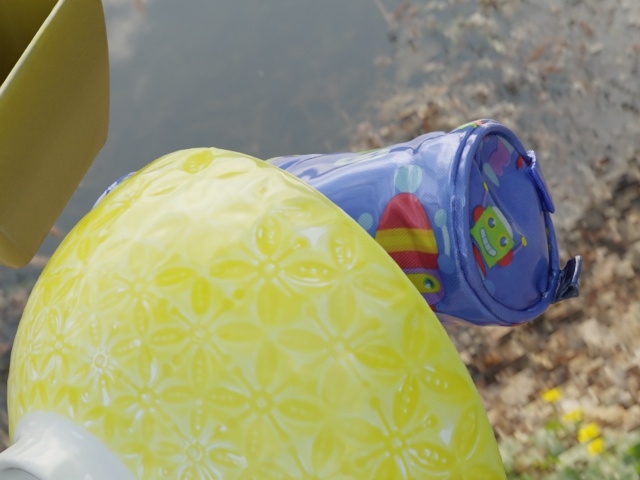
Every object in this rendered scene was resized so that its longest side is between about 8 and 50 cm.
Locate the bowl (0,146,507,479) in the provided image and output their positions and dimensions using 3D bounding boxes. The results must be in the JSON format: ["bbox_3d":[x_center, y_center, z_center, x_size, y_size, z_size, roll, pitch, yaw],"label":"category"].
[{"bbox_3d":[-0.066,0.117,0.822,0.289,0.289,0.156,23,42,40],"label":"bowl"}]

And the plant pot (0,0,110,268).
[{"bbox_3d":[-0.277,-0.100,1.300,0.212,0.187,0.212,16,62,24],"label":"plant pot"}]

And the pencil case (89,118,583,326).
[{"bbox_3d":[0.000,0.000,1.028,0.306,0.119,0.133,-7,22,37],"label":"pencil case"}]
